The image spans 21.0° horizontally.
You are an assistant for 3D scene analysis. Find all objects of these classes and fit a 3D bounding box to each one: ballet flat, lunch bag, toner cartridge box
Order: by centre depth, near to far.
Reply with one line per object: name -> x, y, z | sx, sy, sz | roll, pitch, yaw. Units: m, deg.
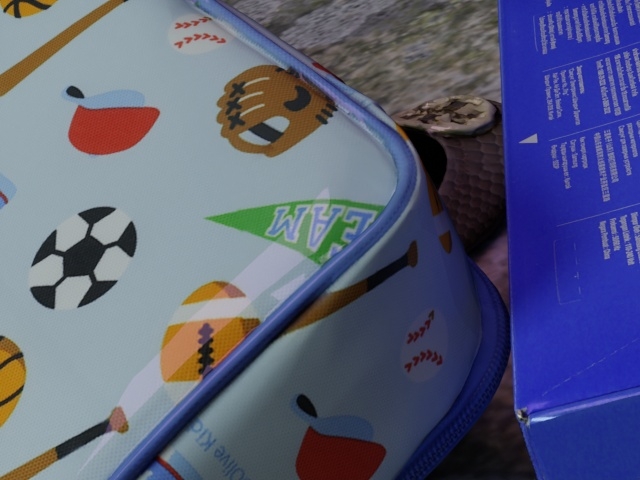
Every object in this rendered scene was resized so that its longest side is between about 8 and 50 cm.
lunch bag -> -0.107, 0.022, 0.576 | 0.243, 0.115, 0.303 | -46, 45, -10
toner cartridge box -> 0.152, -0.024, 0.608 | 0.165, 0.075, 0.348 | -14, 26, 13
ballet flat -> 0.000, 0.000, 0.696 | 0.084, 0.058, 0.250 | 6, 36, 46
